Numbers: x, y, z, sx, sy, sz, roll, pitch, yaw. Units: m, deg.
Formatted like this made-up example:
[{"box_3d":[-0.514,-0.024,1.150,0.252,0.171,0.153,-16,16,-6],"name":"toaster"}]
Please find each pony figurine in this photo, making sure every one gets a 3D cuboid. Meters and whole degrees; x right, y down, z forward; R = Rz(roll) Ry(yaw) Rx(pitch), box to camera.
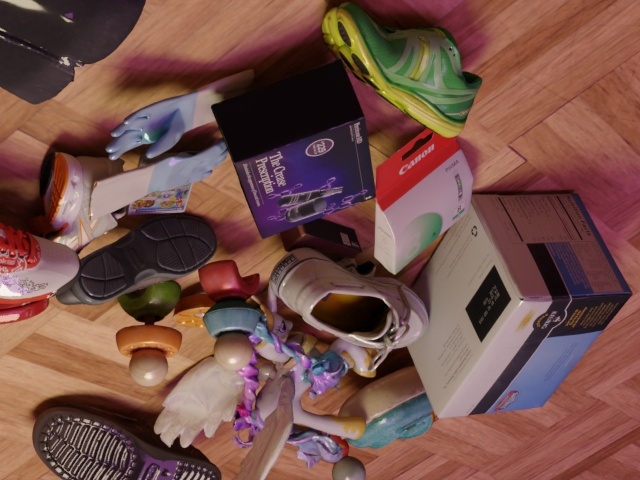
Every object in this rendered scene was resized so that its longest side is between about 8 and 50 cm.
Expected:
[{"box_3d":[-0.077,0.268,2.227,0.363,0.303,0.351,31,88,-45],"name":"pony figurine"}]

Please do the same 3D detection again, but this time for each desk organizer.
[{"box_3d":[0.000,0.000,2.052,0.130,0.047,0.050,18,132,-42],"name":"desk organizer"}]

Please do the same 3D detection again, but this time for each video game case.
[{"box_3d":[-0.225,-0.081,1.852,0.087,0.011,0.122,-4,142,-24],"name":"video game case"}]

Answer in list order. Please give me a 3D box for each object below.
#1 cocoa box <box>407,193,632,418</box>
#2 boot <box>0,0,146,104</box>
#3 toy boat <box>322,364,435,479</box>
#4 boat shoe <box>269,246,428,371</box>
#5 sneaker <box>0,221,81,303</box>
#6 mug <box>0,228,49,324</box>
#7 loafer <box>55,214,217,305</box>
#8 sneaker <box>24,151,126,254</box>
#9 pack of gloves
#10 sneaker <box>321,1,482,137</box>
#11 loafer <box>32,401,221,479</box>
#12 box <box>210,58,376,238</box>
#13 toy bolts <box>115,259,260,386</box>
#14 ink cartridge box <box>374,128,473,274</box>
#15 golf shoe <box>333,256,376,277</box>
[{"box_3d":[0.321,0.112,2.209,0.228,0.231,0.347,-2,141,-26],"name":"cocoa box"},{"box_3d":[-0.346,-0.319,1.302,0.367,0.146,0.445,-18,148,35],"name":"boot"},{"box_3d":[0.114,0.360,2.484,0.267,0.148,0.318,-15,161,-50],"name":"toy boat"},{"box_3d":[0.083,0.127,2.076,0.136,0.156,0.367,-50,139,9],"name":"boat shoe"},{"box_3d":[-0.426,0.004,1.642,0.270,0.090,0.145,2,142,-23],"name":"sneaker"},{"box_3d":[-0.457,0.064,1.737,0.169,0.113,0.150,-26,-169,-37],"name":"mug"},{"box_3d":[-0.270,0.030,1.885,0.267,0.096,0.084,-22,179,-45],"name":"loafer"},{"box_3d":[-0.337,-0.017,1.810,0.121,0.099,0.262,-4,144,-30],"name":"sneaker"},{"box_3d":[-0.190,-0.115,1.726,0.232,0.046,0.195,-24,151,-33],"name":"pack of gloves"},{"box_3d":[0.112,-0.249,1.744,0.295,0.109,0.123,31,94,-45],"name":"sneaker"},{"box_3d":[-0.355,0.380,2.310,0.366,0.130,0.134,29,96,-30],"name":"loafer"},{"box_3d":[-0.029,-0.120,1.782,0.184,0.103,0.261,-23,158,-3],"name":"box"},{"box_3d":[-0.179,0.145,2.005,0.228,0.158,0.218,-18,155,30],"name":"toy bolts"},{"box_3d":[0.160,-0.075,1.966,0.181,0.056,0.225,-39,154,-24],"name":"ink cartridge box"},{"box_3d":[0.017,0.055,2.136,0.176,0.069,0.086,7,120,-43],"name":"golf shoe"}]
